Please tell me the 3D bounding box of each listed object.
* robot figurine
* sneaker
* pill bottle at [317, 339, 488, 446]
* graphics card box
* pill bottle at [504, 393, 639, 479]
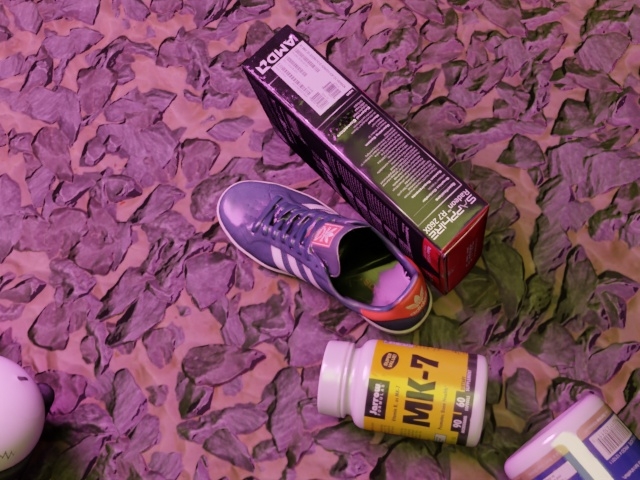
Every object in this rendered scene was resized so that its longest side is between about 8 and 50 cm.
[{"bbox_3d":[-0.463,0.266,0.984,0.173,0.278,0.209,24,33,-15],"label":"robot figurine"},{"bbox_3d":[0.000,0.000,1.066,0.350,0.148,0.131,28,77,15],"label":"sneaker"},{"bbox_3d":[0.107,0.195,1.006,0.208,0.119,0.119,7,73,9],"label":"pill bottle"},{"bbox_3d":[0.065,-0.103,1.049,0.094,0.233,0.371,-45,72,-4],"label":"graphics card box"},{"bbox_3d":[0.359,0.330,0.913,0.153,0.153,0.264,-37,71,-6],"label":"pill bottle"}]
